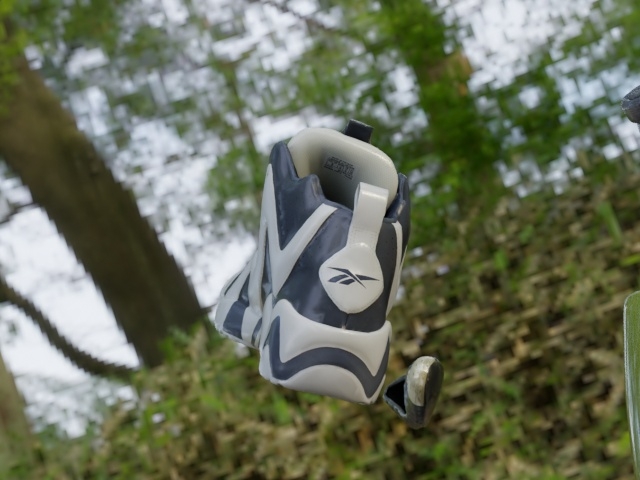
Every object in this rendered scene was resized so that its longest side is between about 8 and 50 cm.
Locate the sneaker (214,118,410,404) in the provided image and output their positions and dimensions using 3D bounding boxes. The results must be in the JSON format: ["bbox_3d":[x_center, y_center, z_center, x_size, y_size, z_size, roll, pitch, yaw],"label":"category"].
[{"bbox_3d":[0.000,0.000,0.987,0.094,0.153,0.235,15,5,-6],"label":"sneaker"}]

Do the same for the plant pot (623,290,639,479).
[{"bbox_3d":[0.457,0.226,1.805,0.275,0.293,0.275,10,-16,3],"label":"plant pot"}]

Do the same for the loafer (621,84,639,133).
[{"bbox_3d":[0.429,-0.167,1.513,0.302,0.095,0.109,-30,8,0],"label":"loafer"}]

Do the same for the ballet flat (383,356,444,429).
[{"bbox_3d":[0.080,0.137,1.441,0.049,0.057,0.173,20,-15,5],"label":"ballet flat"}]
